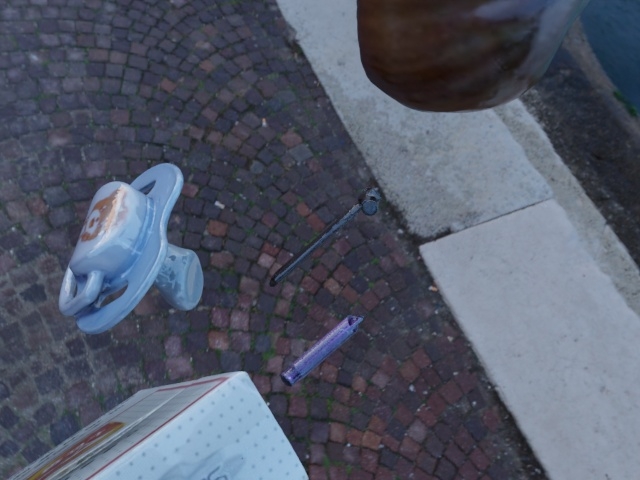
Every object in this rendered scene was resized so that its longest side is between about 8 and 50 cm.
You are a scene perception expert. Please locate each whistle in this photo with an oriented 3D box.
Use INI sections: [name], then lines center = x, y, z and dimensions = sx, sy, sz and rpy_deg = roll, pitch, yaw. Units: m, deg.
[whistle]
center = 0.005, 0.184, 0.951
dimensions = 0.177, 0.033, 0.033
rpy_deg = -37, 78, -20

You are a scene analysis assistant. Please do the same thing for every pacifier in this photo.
[pacifier]
center = -0.255, 0.028, 0.819
dimensions = 0.207, 0.228, 0.278
rpy_deg = 34, 42, -35

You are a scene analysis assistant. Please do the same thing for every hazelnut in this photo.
[hazelnut]
center = 0.128, -0.216, 0.479
dimensions = 0.210, 0.210, 0.186
rpy_deg = 37, 24, 3

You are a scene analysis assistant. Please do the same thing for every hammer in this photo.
[hammer]
center = 0.000, 0.000, 0.666
dimensions = 0.021, 0.178, 0.065
rpy_deg = 48, 13, -13

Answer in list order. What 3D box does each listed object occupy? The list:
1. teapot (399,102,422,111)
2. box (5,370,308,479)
[teapot]
center = 0.186, -0.375, 0.979
dimensions = 0.240, 0.239, 0.321
rpy_deg = -16, 92, 1
[box]
center = -0.176, 0.208, 0.444
dimensions = 0.210, 0.330, 0.095
rpy_deg = -32, 93, -33
